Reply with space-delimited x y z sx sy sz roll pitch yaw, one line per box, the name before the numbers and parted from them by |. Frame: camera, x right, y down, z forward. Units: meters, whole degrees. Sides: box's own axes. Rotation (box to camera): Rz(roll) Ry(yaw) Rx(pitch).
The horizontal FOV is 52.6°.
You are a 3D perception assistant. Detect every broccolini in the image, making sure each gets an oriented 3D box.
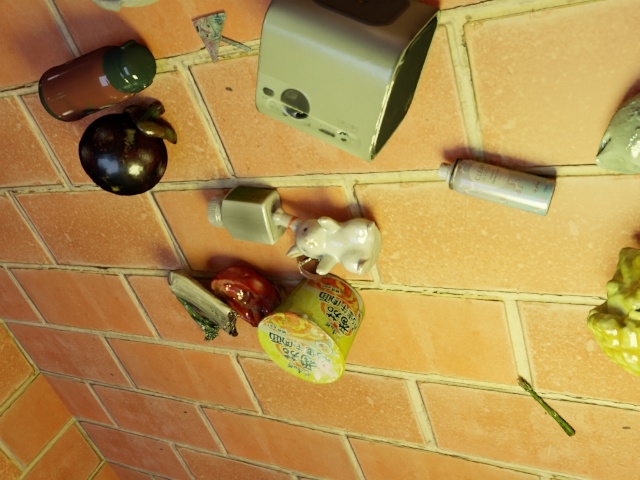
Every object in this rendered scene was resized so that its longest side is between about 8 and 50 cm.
broccolini | -0.403 0.241 2.135 0.074 0.058 0.201 -38 86 32

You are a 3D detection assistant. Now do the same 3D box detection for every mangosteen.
mangosteen | -0.484 -0.242 1.651 0.228 0.228 0.265 39 100 -3

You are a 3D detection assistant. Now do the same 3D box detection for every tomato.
tomato | -0.199 0.154 1.881 0.228 0.101 0.228 23 143 19

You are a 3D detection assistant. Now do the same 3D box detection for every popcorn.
popcorn | 0.660 0.125 1.183 0.274 0.279 0.335 57 149 6

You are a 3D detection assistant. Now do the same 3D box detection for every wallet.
wallet | -0.352 0.198 1.967 0.275 0.068 0.335 39 163 7

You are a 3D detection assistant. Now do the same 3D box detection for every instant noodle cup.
instant noodle cup | -0.010 0.227 1.744 0.264 0.200 0.264 18 135 20

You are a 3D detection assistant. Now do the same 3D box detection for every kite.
kite | -0.221 -0.446 1.436 0.152 0.005 0.137 32 139 4

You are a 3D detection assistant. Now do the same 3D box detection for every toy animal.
toy animal | 0.005 0.003 1.560 0.282 0.138 0.141 8 100 9

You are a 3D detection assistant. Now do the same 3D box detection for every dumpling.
dumpling | 0.569 -0.178 1.091 0.152 0.108 0.219 36 139 1

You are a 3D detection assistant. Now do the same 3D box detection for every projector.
projector | 0.047 -0.327 1.189 0.249 0.248 0.249 26 136 11

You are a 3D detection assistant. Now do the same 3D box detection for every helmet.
helmet | -0.013 0.042 1.689 0.089 0.057 0.111 17 127 15

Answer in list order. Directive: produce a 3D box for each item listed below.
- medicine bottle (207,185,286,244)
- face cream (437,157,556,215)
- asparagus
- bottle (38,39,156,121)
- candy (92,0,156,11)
medicine bottle | -0.196 -0.069 1.687 0.188 0.088 0.132 9 129 27
face cream | 0.351 -0.114 1.309 0.229 0.075 0.075 17 134 19
asparagus | 0.581 0.429 1.674 0.233 0.022 0.023 44 -179 -11
bottle | -0.543 -0.394 1.586 0.336 0.144 0.144 -8 122 37
candy | -0.451 -0.657 1.267 0.427 0.186 0.386 47 145 -15
